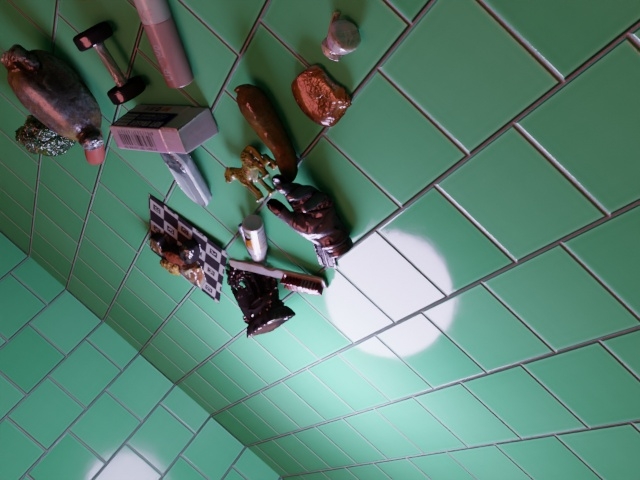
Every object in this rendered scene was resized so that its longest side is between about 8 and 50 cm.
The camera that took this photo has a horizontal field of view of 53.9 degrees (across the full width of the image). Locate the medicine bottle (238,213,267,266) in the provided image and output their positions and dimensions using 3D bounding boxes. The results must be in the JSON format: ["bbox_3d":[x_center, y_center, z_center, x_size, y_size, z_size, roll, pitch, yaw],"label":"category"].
[{"bbox_3d":[-0.198,0.003,1.848,0.092,0.061,0.220,37,154,25],"label":"medicine bottle"}]

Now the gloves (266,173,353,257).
[{"bbox_3d":[-0.029,-0.062,1.554,0.142,0.119,0.285,-27,130,20],"label":"gloves"}]

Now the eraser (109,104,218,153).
[{"bbox_3d":[-0.415,-0.293,1.657,0.287,0.130,0.086,11,133,37],"label":"eraser"}]

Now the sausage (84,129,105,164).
[{"bbox_3d":[-0.717,-0.302,1.991,0.062,0.062,0.154,33,146,10],"label":"sausage"}]

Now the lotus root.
[{"bbox_3d":[-0.750,-0.405,1.809,0.349,0.175,0.175,50,145,-15],"label":"lotus root"}]

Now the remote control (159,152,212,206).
[{"bbox_3d":[-0.376,-0.185,1.773,0.104,0.052,0.247,28,158,28],"label":"remote control"}]

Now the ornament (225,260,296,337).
[{"bbox_3d":[-0.209,0.165,2.017,0.251,0.106,0.260,-37,74,53],"label":"ornament"}]

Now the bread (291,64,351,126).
[{"bbox_3d":[-0.005,-0.301,1.330,0.129,0.044,0.126,47,144,-5],"label":"bread"}]

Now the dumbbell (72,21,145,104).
[{"bbox_3d":[-0.539,-0.453,1.615,0.100,0.100,0.191,4,132,42],"label":"dumbbell"}]

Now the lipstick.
[{"bbox_3d":[-0.364,-0.478,1.443,0.070,0.070,0.254,16,140,31],"label":"lipstick"}]

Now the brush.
[{"bbox_3d":[-0.132,0.110,1.871,0.321,0.050,0.060,12,156,23],"label":"brush"}]

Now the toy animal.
[{"bbox_3d":[-0.179,-0.187,1.604,0.136,0.073,0.181,40,150,13],"label":"toy animal"}]

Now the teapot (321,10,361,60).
[{"bbox_3d":[0.034,-0.385,1.189,0.064,0.064,0.083,-27,77,61],"label":"teapot"}]

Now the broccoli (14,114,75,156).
[{"bbox_3d":[-0.890,-0.343,2.038,0.195,0.195,0.156,-45,59,56],"label":"broccoli"}]

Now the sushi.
[{"bbox_3d":[-0.484,0.056,2.163,0.343,0.064,0.359,37,146,10],"label":"sushi"}]

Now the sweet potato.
[{"bbox_3d":[-0.112,-0.247,1.472,0.075,0.075,0.273,4,136,42],"label":"sweet potato"}]

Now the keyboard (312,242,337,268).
[{"bbox_3d":[0.000,0.000,1.698,0.064,0.010,0.198,14,138,31],"label":"keyboard"}]
